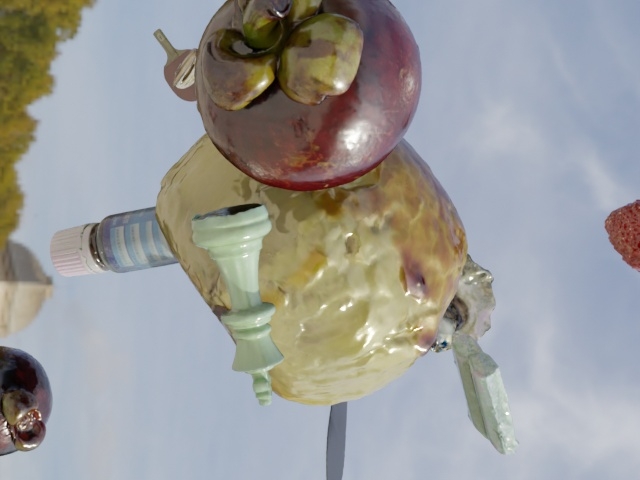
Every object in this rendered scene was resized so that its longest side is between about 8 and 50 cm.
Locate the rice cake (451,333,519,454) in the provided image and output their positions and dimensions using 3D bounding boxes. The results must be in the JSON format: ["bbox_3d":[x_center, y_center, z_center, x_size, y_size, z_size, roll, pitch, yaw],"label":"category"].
[{"bbox_3d":[0.242,0.230,1.530,0.085,0.040,0.226,43,-18,43],"label":"rice cake"}]

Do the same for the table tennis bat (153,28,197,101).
[{"bbox_3d":[-0.270,-0.340,2.008,0.156,0.087,0.013,53,13,-2],"label":"table tennis bat"}]

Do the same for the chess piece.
[{"bbox_3d":[-0.053,0.050,0.761,0.059,0.059,0.149,1,-76,64],"label":"chess piece"}]

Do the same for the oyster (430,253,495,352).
[{"bbox_3d":[0.240,0.118,1.983,0.083,0.223,0.214,-12,-124,55],"label":"oyster"}]

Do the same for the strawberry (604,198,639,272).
[{"bbox_3d":[0.483,-0.009,1.494,0.148,0.131,0.131,-110,-149,-59],"label":"strawberry"}]

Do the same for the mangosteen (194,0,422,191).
[{"bbox_3d":[-0.016,-0.157,0.945,0.257,0.215,0.215,62,22,-76],"label":"mangosteen"}]

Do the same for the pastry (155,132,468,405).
[{"bbox_3d":[0.000,0.000,1.243,0.388,0.313,0.388,53,-9,12],"label":"pastry"}]

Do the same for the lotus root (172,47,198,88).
[{"bbox_3d":[-0.229,-0.301,1.832,0.083,0.030,0.037,-45,-140,32],"label":"lotus root"}]

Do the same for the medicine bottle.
[{"bbox_3d":[-0.264,0.003,1.411,0.083,0.203,0.083,-12,90,-73],"label":"medicine bottle"}]

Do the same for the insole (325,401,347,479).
[{"bbox_3d":[0.025,0.228,1.383,0.080,0.003,0.232,60,31,-53],"label":"insole"}]

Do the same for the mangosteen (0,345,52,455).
[{"bbox_3d":[-0.413,0.210,1.348,0.152,0.152,0.152,-6,-97,63],"label":"mangosteen"}]
